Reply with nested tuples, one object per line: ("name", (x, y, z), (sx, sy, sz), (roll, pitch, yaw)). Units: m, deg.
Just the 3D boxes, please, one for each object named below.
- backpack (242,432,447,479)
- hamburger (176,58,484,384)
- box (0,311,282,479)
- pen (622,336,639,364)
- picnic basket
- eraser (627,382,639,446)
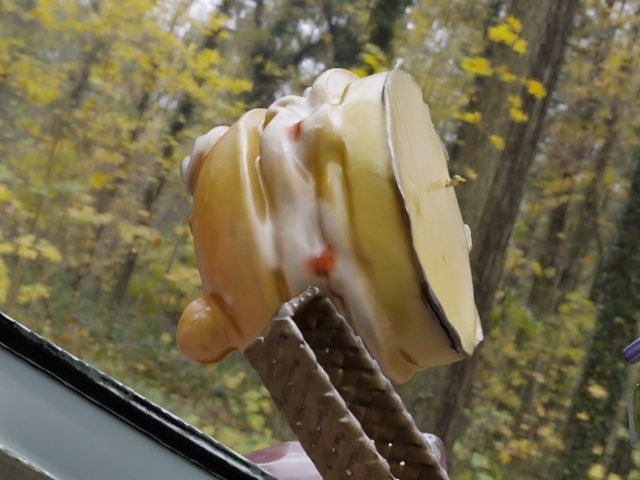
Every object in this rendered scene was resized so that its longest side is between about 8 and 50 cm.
("backpack", (-0.024, 0.330, 1.149), (0.317, 0.197, 0.283), (2, 37, 2))
("hamburger", (0.000, 0.000, 0.950), (0.236, 0.276, 0.276), (-16, -17, 17))
("box", (-0.085, 0.131, 0.345), (0.243, 0.163, 0.135), (33, -6, -4))
("pen", (0.361, 0.060, 1.050), (0.025, 0.025, 0.204), (21, -46, -25))
("picnic basket", (0.021, 0.128, 0.773), (0.193, 0.055, 0.110), (58, 17, 0))
("eraser", (0.103, 0.042, 0.288), (0.038, 0.019, 0.083), (-4, -17, 7))
